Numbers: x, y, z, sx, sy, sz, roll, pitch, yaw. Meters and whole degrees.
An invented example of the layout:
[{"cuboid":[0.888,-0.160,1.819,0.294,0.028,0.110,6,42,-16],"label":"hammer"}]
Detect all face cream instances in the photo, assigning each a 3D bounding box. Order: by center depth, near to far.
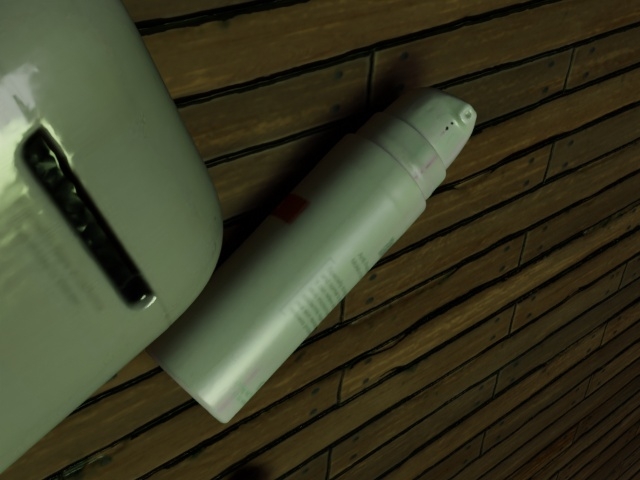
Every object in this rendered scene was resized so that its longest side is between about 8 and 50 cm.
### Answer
[{"cuboid":[0.000,0.000,0.765,0.345,0.102,0.102,-47,142,-13],"label":"face cream"}]

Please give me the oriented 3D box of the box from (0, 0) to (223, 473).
[{"cuboid":[-0.224,0.015,0.492,0.349,0.141,0.289,-42,140,-18],"label":"box"}]
